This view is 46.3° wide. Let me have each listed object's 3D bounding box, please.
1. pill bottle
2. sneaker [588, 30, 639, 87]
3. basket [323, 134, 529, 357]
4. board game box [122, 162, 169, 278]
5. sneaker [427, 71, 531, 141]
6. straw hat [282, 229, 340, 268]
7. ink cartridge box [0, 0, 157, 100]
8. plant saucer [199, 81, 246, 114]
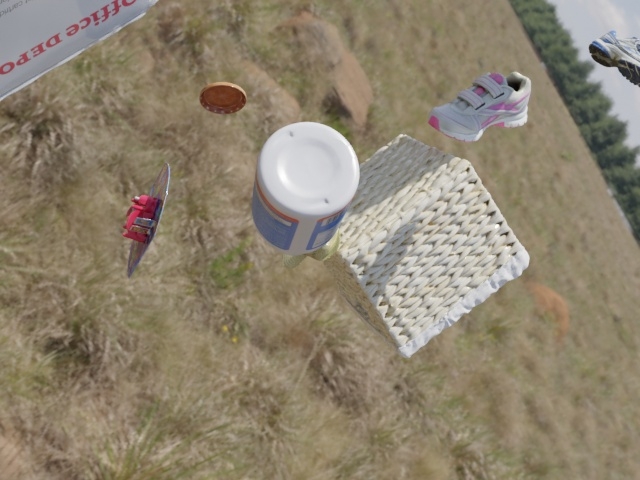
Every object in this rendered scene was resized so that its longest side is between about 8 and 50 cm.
[{"bbox_3d":[-0.027,-0.053,0.971,0.124,0.124,0.221,65,-15,12],"label":"pill bottle"},{"bbox_3d":[0.495,-0.293,1.187,0.135,0.058,0.052,46,-2,31],"label":"sneaker"},{"bbox_3d":[0.173,-0.005,1.518,0.266,0.331,0.328,57,-7,-26],"label":"basket"},{"bbox_3d":[-0.252,-0.033,1.031,0.033,0.169,0.133,18,49,-23],"label":"board game box"},{"bbox_3d":[0.316,-0.275,1.479,0.252,0.111,0.103,-21,47,-30],"label":"sneaker"},{"bbox_3d":[0.000,0.000,1.296,0.061,0.145,0.144,29,10,22],"label":"straw hat"},{"bbox_3d":[-0.270,-0.282,0.605,0.131,0.226,0.306,47,-22,14],"label":"ink cartridge box"},{"bbox_3d":[-0.173,-0.253,1.327,0.083,0.083,0.013,33,44,-50],"label":"plant saucer"}]
